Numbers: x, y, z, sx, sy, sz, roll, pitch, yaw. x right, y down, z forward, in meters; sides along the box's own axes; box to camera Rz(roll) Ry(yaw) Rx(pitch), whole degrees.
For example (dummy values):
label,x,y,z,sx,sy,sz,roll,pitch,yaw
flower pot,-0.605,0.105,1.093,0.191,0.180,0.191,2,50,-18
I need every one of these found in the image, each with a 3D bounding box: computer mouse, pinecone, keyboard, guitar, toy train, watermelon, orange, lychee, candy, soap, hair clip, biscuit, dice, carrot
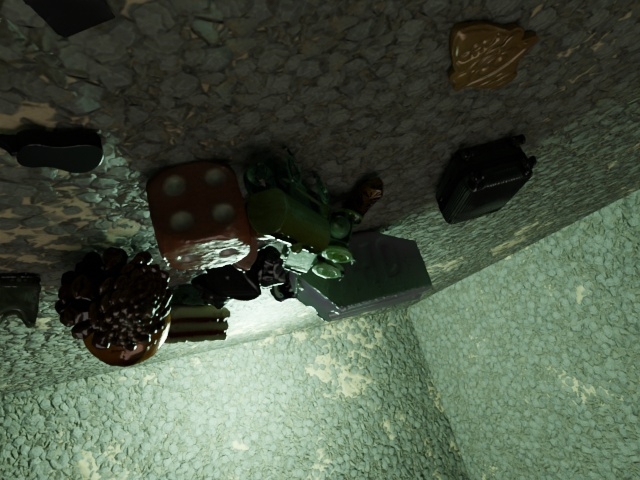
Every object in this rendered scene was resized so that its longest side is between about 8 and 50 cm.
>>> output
label,x,y,z,sx,sy,sz,roll,pitch,yaw
computer mouse,-0.263,0.082,1.334,0.147,0.088,0.264,-3,142,13
pinecone,-0.515,0.143,1.093,0.264,0.264,0.264,-16,161,-6
keyboard,-0.292,-0.284,0.441,0.074,0.015,0.196,-22,161,2
guitar,-0.462,-0.141,0.647,0.271,0.038,0.084,0,153,-42
toy train,0.000,0.000,1.237,0.188,0.159,0.271,16,155,-5
watermelon,-0.452,0.192,1.560,0.187,0.071,0.139,8,168,-30
orange,-0.567,0.244,1.314,0.246,0.246,0.246,-16,161,-6
lychee,-0.147,-0.056,1.074,0.101,0.114,0.140,-31,172,16
toy train,-0.053,-0.072,0.973,0.126,0.189,0.307,-26,161,15
candy,-0.494,0.292,1.610,0.180,0.135,0.321,0,170,29
soap,0.126,0.116,1.548,0.446,0.261,0.156,-12,161,-14
hair clip,-0.189,-0.002,1.135,0.102,0.138,0.123,-32,150,23
biscuit,0.304,-0.333,0.817,0.250,0.035,0.162,6,146,-47
dice,-0.245,-0.043,0.909,0.179,0.174,0.175,-13,162,-17
carrot,0.110,-0.101,1.235,0.069,0.069,0.228,-10,161,-20

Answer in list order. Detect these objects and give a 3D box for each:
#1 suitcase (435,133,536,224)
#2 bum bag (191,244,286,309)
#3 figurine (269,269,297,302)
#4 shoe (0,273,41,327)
label,x,y,z,sx,sy,sz,roll,pitch,yaw
suitcase,0.455,-0.162,1.271,0.202,0.128,0.312,-16,162,-5
bum bag,-0.256,0.125,1.461,0.340,0.095,0.144,-24,120,15
figurine,-0.089,0.153,1.701,0.222,0.145,0.145,-26,162,-9
shoe,-0.804,0.162,1.023,0.293,0.149,0.109,-4,158,-39
